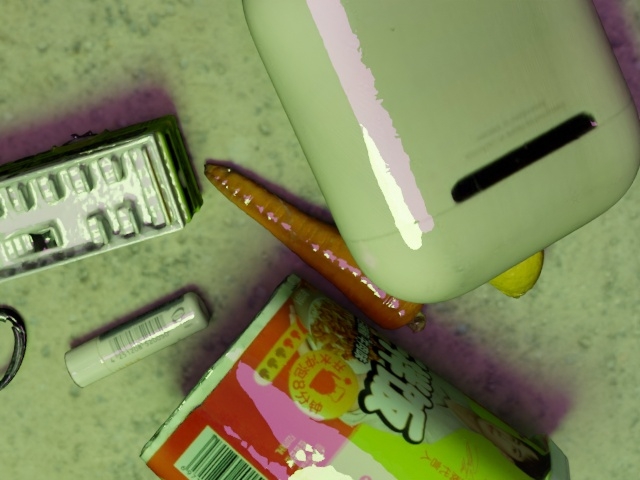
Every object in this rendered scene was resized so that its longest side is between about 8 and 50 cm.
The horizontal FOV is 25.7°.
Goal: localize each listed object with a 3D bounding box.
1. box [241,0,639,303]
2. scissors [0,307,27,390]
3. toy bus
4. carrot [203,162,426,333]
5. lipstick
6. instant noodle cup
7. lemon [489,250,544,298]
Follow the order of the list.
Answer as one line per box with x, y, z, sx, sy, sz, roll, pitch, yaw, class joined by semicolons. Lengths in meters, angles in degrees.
0.108;-0.142;1.182;0.288;0.141;0.349;-29;103;-19;box
-0.391;0.181;1.321;0.109;0.022;0.300;35;81;-8;scissors
-0.265;-0.022;1.255;0.301;0.139;0.113;-17;105;4;toy bus
0.000;0.000;1.299;0.256;0.061;0.061;38;102;-3;carrot
-0.174;0.094;1.333;0.141;0.040;0.040;-27;102;8;lipstick
0.023;0.204;1.255;0.308;0.294;0.294;40;102;-1;instant noodle cup
0.173;0.009;1.290;0.065;0.065;0.092;-17;96;6;lemon
